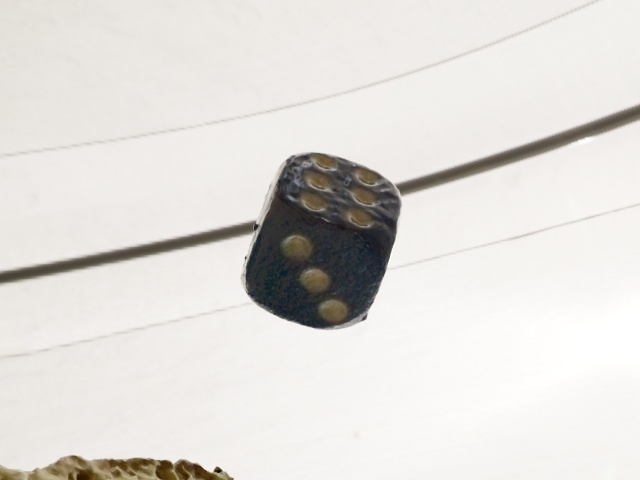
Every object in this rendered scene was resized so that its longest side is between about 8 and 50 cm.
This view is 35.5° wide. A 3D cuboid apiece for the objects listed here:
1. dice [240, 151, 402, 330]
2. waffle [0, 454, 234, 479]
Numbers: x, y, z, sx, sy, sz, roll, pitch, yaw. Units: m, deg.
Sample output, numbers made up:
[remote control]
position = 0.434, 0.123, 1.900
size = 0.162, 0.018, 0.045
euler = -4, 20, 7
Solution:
[dice]
position = 0.000, 0.000, 1.070
size = 0.143, 0.147, 0.146
euler = -79, -172, -56
[waffle]
position = -0.144, 0.157, 0.383
size = 0.055, 0.211, 0.160
euler = 43, -68, 47
